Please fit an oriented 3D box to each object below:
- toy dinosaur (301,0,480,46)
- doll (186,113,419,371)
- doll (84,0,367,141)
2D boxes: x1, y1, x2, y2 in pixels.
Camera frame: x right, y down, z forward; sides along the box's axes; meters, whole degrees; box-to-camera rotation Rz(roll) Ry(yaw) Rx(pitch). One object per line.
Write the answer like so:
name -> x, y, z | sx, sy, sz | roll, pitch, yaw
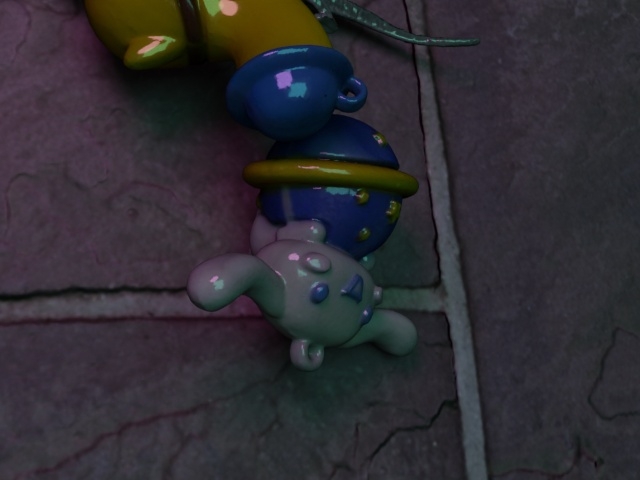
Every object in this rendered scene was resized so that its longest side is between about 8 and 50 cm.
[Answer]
toy dinosaur -> -0.006, -0.241, 0.946 | 0.383, 0.076, 0.129 | 24, 51, -16
doll -> -0.026, -0.006, 0.835 | 0.311, 0.160, 0.242 | 0, 103, -53
doll -> -0.105, -0.220, 0.819 | 0.363, 0.145, 0.199 | 34, 67, 17
